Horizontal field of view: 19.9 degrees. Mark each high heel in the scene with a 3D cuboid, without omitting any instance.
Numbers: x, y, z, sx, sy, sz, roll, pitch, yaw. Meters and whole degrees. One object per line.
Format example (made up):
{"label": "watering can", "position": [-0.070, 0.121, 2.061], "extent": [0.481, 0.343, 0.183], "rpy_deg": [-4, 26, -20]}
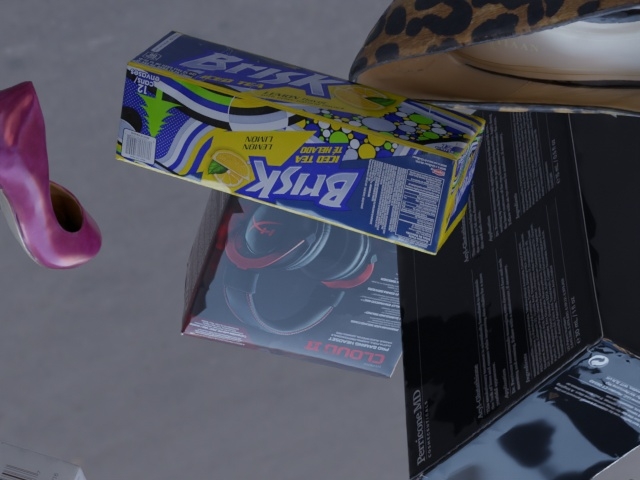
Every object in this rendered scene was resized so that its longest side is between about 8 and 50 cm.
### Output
{"label": "high heel", "position": [-0.210, -0.052, 1.432], "extent": [0.117, 0.082, 0.244], "rpy_deg": [-39, 150, 10]}
{"label": "high heel", "position": [0.138, -0.068, 0.858], "extent": [0.186, 0.261, 0.093], "rpy_deg": [-27, 129, -12]}

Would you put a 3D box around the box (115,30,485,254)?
{"label": "box", "position": [-0.011, -0.049, 0.888], "extent": [0.169, 0.054, 0.059], "rpy_deg": [18, -153, 13]}

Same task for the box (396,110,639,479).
{"label": "box", "position": [0.143, 0.025, 1.202], "extent": [0.103, 0.261, 0.184], "rpy_deg": [27, 132, -28]}

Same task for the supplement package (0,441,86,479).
{"label": "supplement package", "position": [-0.281, 0.288, 1.781], "extent": [0.105, 0.105, 0.179], "rpy_deg": [14, 151, 14]}

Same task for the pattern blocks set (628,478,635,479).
{"label": "pattern blocks set", "position": [0.236, 0.289, 1.614], "extent": [0.325, 0.026, 0.285], "rpy_deg": [-43, -175, 4]}

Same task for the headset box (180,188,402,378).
{"label": "headset box", "position": [0.000, 0.000, 1.733], "extent": [0.218, 0.110, 0.293], "rpy_deg": [13, 132, -11]}
